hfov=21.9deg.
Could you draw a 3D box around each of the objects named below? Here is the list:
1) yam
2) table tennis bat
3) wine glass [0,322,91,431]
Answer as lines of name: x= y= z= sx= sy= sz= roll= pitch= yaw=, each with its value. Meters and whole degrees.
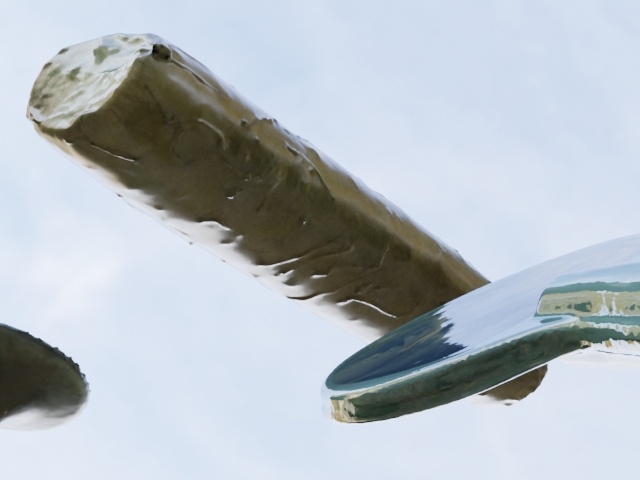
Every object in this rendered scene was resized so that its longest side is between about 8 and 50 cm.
yam: x=0.000 y=0.000 z=0.854 sx=0.083 sy=0.083 sz=0.371 roll=-7 pitch=-28 yaw=36
table tennis bat: x=0.080 y=0.028 z=0.576 sx=0.038 sy=0.149 sz=0.237 roll=67 pitch=-17 yaw=-3
wine glass: x=-0.255 y=0.151 z=0.658 sx=0.264 sy=0.309 sz=0.096 roll=25 pitch=-36 yaw=-17
